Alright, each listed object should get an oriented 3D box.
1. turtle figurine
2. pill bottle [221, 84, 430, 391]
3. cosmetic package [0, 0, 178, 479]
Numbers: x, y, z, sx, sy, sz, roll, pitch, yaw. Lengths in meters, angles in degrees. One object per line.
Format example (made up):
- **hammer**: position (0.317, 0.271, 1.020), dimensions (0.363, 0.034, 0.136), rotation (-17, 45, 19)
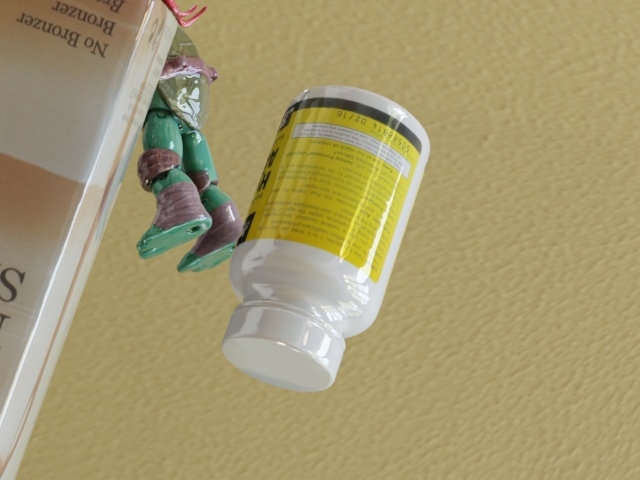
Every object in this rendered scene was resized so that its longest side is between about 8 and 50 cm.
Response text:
- **turtle figurine**: position (-0.129, -0.096, 1.217), dimensions (0.118, 0.175, 0.234), rotation (-36, -112, 30)
- **pill bottle**: position (0.000, 0.000, 0.702), dimensions (0.065, 0.065, 0.116), rotation (9, -118, 19)
- **cosmetic package**: position (-0.190, 0.001, 0.833), dimensions (0.153, 0.129, 0.296), rotation (19, -89, -1)
